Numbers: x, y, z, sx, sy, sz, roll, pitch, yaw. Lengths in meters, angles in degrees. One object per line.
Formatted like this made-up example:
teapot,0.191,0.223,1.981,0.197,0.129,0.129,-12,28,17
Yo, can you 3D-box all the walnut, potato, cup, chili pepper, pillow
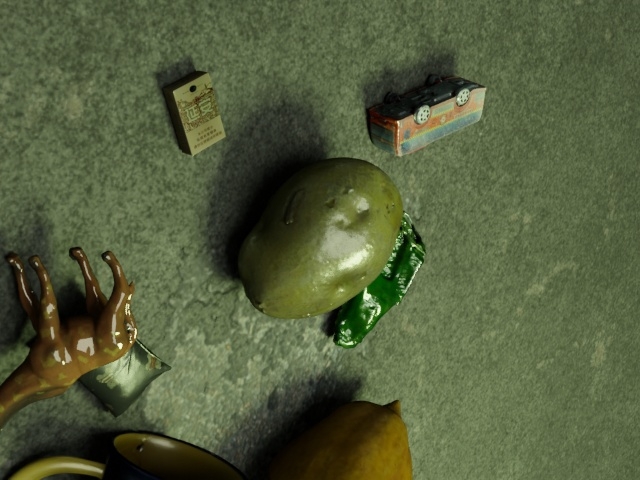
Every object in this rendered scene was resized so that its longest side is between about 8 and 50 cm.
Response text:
walnut,0.027,0.346,1.418,0.336,0.208,0.209,-54,136,-34
potato,0.000,0.000,1.290,0.235,0.160,0.178,-40,110,-15
cup,-0.245,0.359,1.205,0.178,0.254,0.256,0,112,-84
chili pepper,0.073,0.051,1.447,0.108,0.062,0.216,31,82,-40
pillow,-0.240,0.137,1.169,0.090,0.048,0.150,-54,134,-21

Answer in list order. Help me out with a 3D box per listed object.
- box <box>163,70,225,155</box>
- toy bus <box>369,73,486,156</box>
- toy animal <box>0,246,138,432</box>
box,-0.144,-0.146,1.178,0.053,0.024,0.083,-36,129,-31
toy bus,0.151,-0.176,1.436,0.192,0.065,0.077,-26,130,-36
toy animal,-0.302,0.128,1.077,0.224,0.066,0.230,-5,99,-14
